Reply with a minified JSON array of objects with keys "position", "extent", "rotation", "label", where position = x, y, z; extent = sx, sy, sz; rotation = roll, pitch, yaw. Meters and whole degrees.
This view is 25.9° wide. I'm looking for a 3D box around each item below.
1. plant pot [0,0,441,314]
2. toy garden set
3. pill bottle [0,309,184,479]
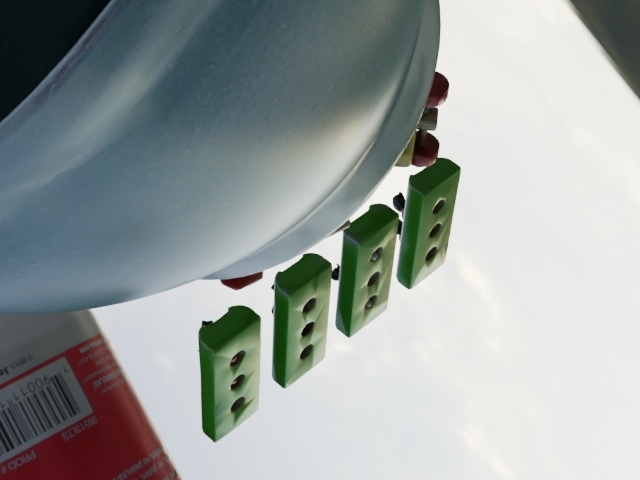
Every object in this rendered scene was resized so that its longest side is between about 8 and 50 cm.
[{"position":[-0.078,-0.096,0.494],"extent":[0.196,0.293,0.293],"rotation":[33,-152,-49],"label":"plant pot"},{"position":[0.000,0.000,0.967],"extent":[0.049,0.203,0.244],"rotation":[38,-124,27],"label":"toy garden set"},{"position":[-0.210,0.262,1.153],"extent":[0.407,0.229,0.229],"rotation":[62,-156,0],"label":"pill bottle"}]
